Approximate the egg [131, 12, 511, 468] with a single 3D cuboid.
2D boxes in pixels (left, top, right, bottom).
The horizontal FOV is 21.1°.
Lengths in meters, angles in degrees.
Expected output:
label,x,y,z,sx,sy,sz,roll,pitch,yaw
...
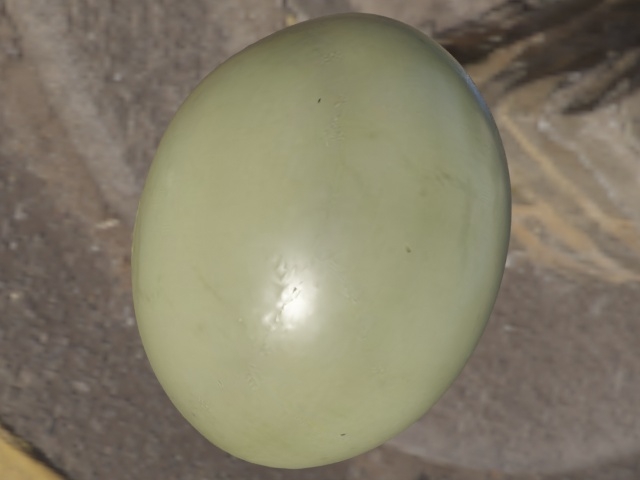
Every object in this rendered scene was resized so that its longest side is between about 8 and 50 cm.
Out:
label,x,y,z,sx,sy,sz,roll,pitch,yaw
egg,0.000,0.000,1.008,0.219,0.219,0.269,30,78,-43
